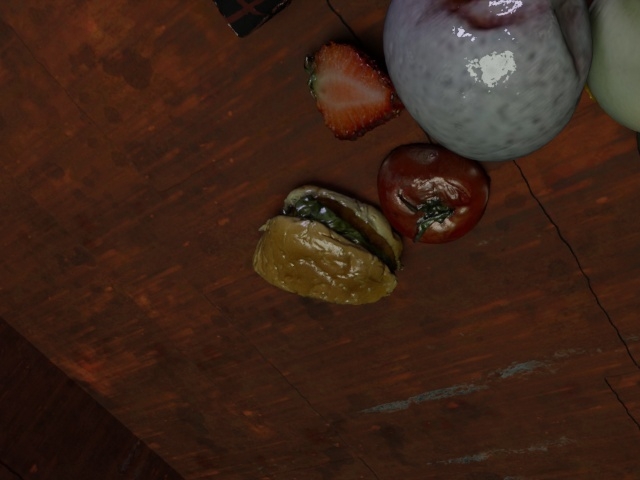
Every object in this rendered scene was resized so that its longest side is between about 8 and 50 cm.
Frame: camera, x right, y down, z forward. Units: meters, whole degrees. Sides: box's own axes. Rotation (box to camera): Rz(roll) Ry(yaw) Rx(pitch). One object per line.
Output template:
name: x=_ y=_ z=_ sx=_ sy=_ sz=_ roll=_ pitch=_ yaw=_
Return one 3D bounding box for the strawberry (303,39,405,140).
strawberry: x=0.077 y=-0.257 z=1.200 sx=0.236 sy=0.107 sz=0.175 roll=48 pitch=142 yaw=32

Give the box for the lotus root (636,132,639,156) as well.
lotus root: x=0.594 y=-0.211 z=1.055 sx=0.138 sy=0.119 sz=0.235 roll=24 pitch=131 yaw=1

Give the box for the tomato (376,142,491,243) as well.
tomato: x=0.211 y=-0.076 z=1.331 sx=0.228 sy=0.101 sz=0.228 roll=9 pitch=130 yaw=10

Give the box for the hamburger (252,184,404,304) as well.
hamburger: x=0.001 y=-0.003 z=1.431 sx=0.330 sy=0.162 sz=0.209 roll=10 pitch=133 yaw=19

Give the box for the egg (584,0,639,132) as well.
egg: x=0.463 y=-0.260 z=0.928 sx=0.286 sy=0.174 sz=0.264 roll=33 pitch=128 yaw=37

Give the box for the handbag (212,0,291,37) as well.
handbag: x=-0.096 y=-0.447 z=1.099 sx=0.215 sy=0.155 sz=0.169 roll=-24 pitch=125 yaw=34

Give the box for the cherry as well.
cherry: x=0.253 y=-0.263 z=1.009 sx=0.291 sy=0.326 sz=0.335 roll=-29 pitch=113 yaw=0
